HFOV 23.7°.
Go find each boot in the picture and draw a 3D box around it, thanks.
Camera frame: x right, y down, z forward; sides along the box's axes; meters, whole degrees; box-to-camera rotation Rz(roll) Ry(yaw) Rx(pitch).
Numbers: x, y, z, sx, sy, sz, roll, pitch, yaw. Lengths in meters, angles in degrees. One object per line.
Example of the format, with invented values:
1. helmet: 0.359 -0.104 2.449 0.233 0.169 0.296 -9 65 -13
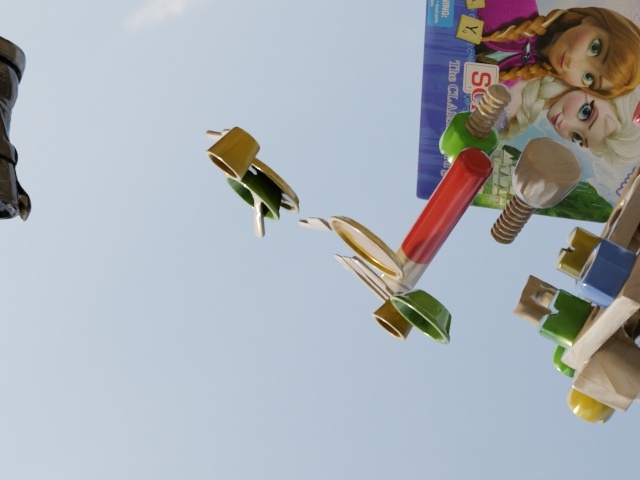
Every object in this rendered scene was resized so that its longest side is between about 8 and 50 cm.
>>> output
1. boot: -0.420 -0.131 1.576 0.091 0.263 0.229 121 -26 -48

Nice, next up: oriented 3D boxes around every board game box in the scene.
1. board game box: 0.271 -0.179 1.682 0.318 0.318 0.066 7 -153 14

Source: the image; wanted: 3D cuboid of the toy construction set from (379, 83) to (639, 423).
1. toy construction set: 0.181 0.038 1.056 0.237 0.309 0.257 122 -27 -43

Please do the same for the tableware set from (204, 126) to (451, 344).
1. tableware set: 0.000 0.000 0.775 0.024 0.154 0.104 -50 -162 -12
